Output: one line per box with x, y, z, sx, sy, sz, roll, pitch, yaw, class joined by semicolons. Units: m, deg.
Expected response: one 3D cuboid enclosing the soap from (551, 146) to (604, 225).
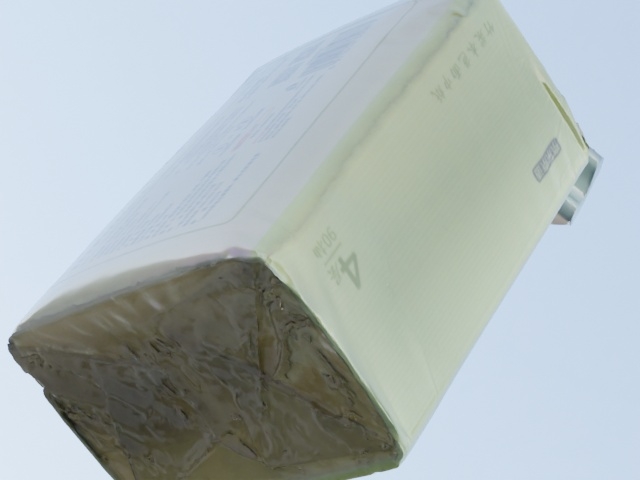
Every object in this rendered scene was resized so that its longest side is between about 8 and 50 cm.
0.135;-0.095;1.422;0.198;0.066;0.119;38;-11;-20;soap

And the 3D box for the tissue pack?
0.000;0.000;0.754;0.159;0.234;0.125;-18;-66;39;tissue pack
